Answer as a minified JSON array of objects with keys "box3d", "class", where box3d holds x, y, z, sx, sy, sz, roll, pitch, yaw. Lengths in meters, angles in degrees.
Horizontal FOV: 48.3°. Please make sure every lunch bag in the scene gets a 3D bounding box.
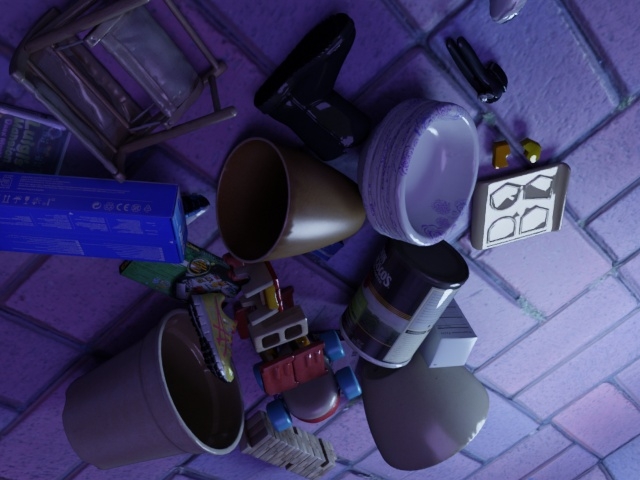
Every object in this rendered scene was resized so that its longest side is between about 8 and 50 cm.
[{"box3d":[0.000,0.000,1.578,0.065,0.067,0.098,-42,132,17],"class":"lunch bag"}]

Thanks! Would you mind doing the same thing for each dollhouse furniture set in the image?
[{"box3d":[-0.100,0.142,1.550,0.152,0.201,0.374,-20,137,-14],"class":"dollhouse furniture set"}]

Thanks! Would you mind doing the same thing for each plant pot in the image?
[{"box3d":[-0.387,0.359,1.602,0.305,0.334,0.334,-23,134,16],"class":"plant pot"},{"box3d":[-0.037,-0.070,1.417,0.254,0.237,0.237,4,128,-40],"class":"plant pot"}]

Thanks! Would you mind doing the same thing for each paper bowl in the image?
[{"box3d":[0.184,-0.140,1.425,0.284,0.148,0.284,-20,118,-44],"class":"paper bowl"}]

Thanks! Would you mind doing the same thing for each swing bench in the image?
[{"box3d":[-0.315,-0.274,1.166,0.255,0.165,0.253,-27,134,11],"class":"swing bench"}]

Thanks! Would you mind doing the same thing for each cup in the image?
[{"box3d":[0.238,0.395,1.871,0.331,0.331,0.237,-32,108,8],"class":"cup"}]

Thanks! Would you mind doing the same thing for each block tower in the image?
[{"box3d":[-0.089,0.587,2.031,0.097,0.091,0.335,-42,131,16],"class":"block tower"}]

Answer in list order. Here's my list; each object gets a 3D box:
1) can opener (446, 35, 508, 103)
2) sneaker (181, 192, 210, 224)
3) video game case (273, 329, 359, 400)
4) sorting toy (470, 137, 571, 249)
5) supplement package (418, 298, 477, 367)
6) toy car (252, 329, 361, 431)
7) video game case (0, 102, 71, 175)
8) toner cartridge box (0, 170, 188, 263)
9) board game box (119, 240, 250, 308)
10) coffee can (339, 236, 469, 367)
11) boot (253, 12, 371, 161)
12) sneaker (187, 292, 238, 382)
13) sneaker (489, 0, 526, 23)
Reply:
[{"box3d":[0.306,-0.339,1.422,0.059,0.073,0.186,-11,145,45],"class":"can opener"},{"box3d":[-0.305,-0.027,1.427,0.191,0.071,0.083,-26,134,-10],"class":"sneaker"},{"box3d":[-0.007,0.331,1.875,0.210,0.042,0.232,-3,129,-18],"class":"video game case"},{"box3d":[0.467,-0.119,1.676,0.229,0.041,0.307,-12,132,-5],"class":"sorting toy"},{"box3d":[0.297,0.218,1.799,0.105,0.179,0.105,0,129,-21],"class":"supplement package"},{"box3d":[-0.013,0.373,1.759,0.219,0.210,0.238,-25,143,0],"class":"toy car"},{"box3d":[-0.552,-0.151,1.272,0.173,0.022,0.190,12,123,-29],"class":"video game case"},{"box3d":[-0.423,-0.039,1.281,0.348,0.075,0.165,4,150,-2],"class":"toner cartridge box"},{"box3d":[-0.290,0.072,1.558,0.136,0.030,0.260,-43,130,20],"class":"board game box"},{"box3d":[0.191,0.132,1.670,0.201,0.201,0.275,11,124,-28],"class":"coffee can"},{"box3d":[0.027,-0.276,1.331,0.207,0.094,0.246,32,120,-34],"class":"boot"},{"box3d":[-0.218,0.209,1.572,0.094,0.208,0.081,-17,179,-28],"class":"sneaker"},{"box3d":[0.296,-0.502,1.243,0.153,0.094,0.235,-1,129,-18],"class":"sneaker"}]
